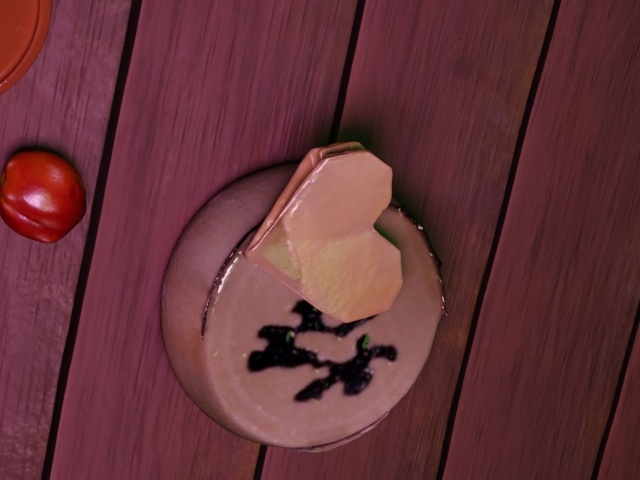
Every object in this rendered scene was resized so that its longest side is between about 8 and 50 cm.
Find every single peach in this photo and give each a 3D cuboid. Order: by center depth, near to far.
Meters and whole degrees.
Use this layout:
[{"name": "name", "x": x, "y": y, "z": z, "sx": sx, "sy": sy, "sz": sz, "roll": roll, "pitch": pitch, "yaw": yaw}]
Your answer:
[{"name": "peach", "x": -0.301, "y": -0.049, "z": 1.498, "sx": 0.100, "sy": 0.101, "sz": 0.101, "roll": -9, "pitch": 110, "yaw": -26}]

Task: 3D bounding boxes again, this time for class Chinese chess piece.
[{"name": "Chinese chess piece", "x": -0.019, "y": 0.081, "z": 1.661, "sx": 0.349, "sy": 0.146, "sz": 0.349, "roll": -9, "pitch": 110, "yaw": -25}]

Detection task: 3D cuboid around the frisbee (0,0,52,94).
[{"name": "frisbee", "x": -0.397, "y": -0.238, "z": 1.390, "sx": 0.251, "sy": 0.021, "sz": 0.251, "roll": -11, "pitch": 124, "yaw": -17}]

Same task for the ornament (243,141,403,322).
[{"name": "ornament", "x": 0.000, "y": 0.000, "z": 1.529, "sx": 0.180, "sy": 0.059, "sz": 0.201, "roll": -14, "pitch": 110, "yaw": -19}]
